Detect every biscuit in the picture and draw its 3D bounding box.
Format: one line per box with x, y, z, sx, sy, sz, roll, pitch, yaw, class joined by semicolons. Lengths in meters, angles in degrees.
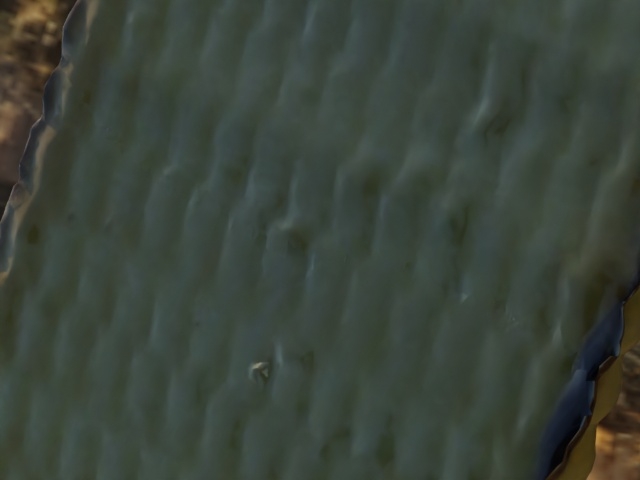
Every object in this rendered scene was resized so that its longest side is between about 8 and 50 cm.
0.000;0.000;0.469;0.172;0.029;0.254;25;99;28;biscuit
